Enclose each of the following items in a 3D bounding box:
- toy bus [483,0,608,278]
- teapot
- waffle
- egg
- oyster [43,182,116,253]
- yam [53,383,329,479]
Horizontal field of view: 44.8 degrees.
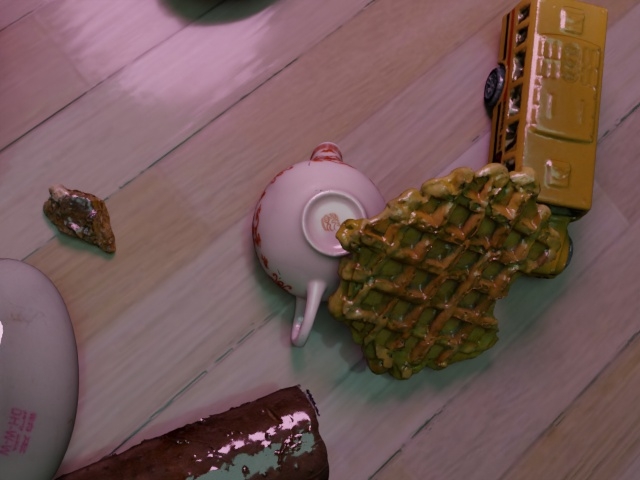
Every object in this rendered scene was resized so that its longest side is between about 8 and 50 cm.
[{"bbox_3d":[0.273,-0.126,0.954,0.121,0.123,0.335,10,80,-11],"label":"toy bus"},{"bbox_3d":[0.000,0.000,0.882,0.159,0.116,0.245,21,83,-22],"label":"teapot"},{"bbox_3d":[0.141,0.041,0.862,0.291,0.051,0.291,-11,124,-17],"label":"waffle"},{"bbox_3d":[-0.320,0.144,0.726,0.183,0.183,0.264,12,71,-13],"label":"egg"},{"bbox_3d":[-0.258,-0.027,0.847,0.093,0.034,0.051,27,83,-14],"label":"oyster"},{"bbox_3d":[-0.128,0.252,0.793,0.280,0.131,0.131,-19,87,-16],"label":"yam"}]
